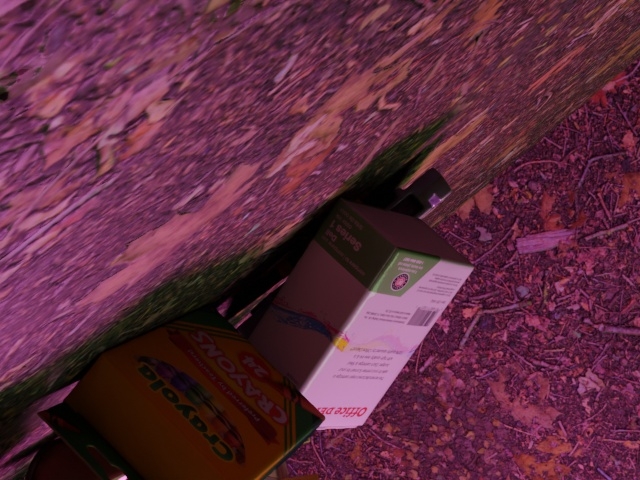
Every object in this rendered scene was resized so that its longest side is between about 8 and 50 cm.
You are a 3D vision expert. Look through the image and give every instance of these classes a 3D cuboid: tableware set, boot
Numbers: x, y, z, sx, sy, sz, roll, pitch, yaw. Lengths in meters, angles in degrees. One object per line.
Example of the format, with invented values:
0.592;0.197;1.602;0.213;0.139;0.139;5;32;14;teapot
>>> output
0.000;0.000;1.481;0.154;0.024;0.104;-41;174;15;tableware set
-0.203;0.282;1.399;0.280;0.096;0.264;-8;-172;23;boot

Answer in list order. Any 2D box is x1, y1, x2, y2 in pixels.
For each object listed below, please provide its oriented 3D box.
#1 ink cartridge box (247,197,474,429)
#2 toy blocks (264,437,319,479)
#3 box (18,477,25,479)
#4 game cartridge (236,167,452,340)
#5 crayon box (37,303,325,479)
0.039;0.101;1.426;0.201;0.117;0.278;12;116;-54;ink cartridge box
-0.144;0.308;1.627;0.190;0.381;0.261;-19;158;13;toy blocks
-0.472;0.460;1.586;0.128;0.122;0.257;-36;173;-42;box
0.016;0.037;1.596;0.355;0.068;0.230;-39;-177;-14;game cartridge
-0.136;0.191;1.203;0.081;0.202;0.318;-49;172;19;crayon box
